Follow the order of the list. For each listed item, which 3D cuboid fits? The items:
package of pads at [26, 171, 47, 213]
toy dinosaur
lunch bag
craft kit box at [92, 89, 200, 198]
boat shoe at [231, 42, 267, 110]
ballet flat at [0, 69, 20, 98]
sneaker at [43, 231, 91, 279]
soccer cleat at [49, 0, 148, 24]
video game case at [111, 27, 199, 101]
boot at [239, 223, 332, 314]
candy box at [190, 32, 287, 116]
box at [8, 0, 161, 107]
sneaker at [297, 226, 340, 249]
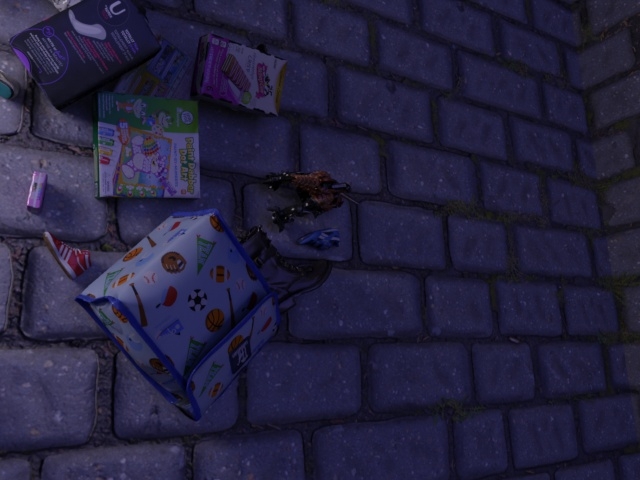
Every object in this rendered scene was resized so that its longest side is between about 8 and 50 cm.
[{"bbox_3d":[-0.622,-0.105,1.269,0.032,0.050,0.083,11,72,-26],"label":"package of pads"},{"bbox_3d":[-0.032,-0.139,1.557,0.322,0.219,0.164,61,22,-58],"label":"toy dinosaur"},{"bbox_3d":[-0.282,0.171,1.323,0.328,0.239,0.385,-46,121,-33],"label":"lunch bag"},{"bbox_3d":[-0.418,-0.223,1.405,0.247,0.061,0.249,-3,92,-36],"label":"craft kit box"},{"bbox_3d":[-0.207,-0.465,1.621,0.078,0.070,0.219,28,64,-26],"label":"boat shoe"},{"bbox_3d":[-0.741,-0.373,1.266,0.168,0.057,0.052,38,33,-24],"label":"ballet flat"},{"bbox_3d":[-0.557,0.021,1.284,0.067,0.042,0.118,-37,107,-30],"label":"sneaker"},{"bbox_3d":[-0.574,-0.562,1.375,0.331,0.116,0.143,25,66,-27],"label":"soccer cleat"},{"bbox_3d":[-0.399,-0.391,1.466,0.193,0.023,0.212,33,74,-32],"label":"video game case"},{"bbox_3d":[-0.109,0.055,1.544,0.263,0.091,0.228,-38,101,-32],"label":"boot"},{"bbox_3d":[-0.213,-0.430,1.530,0.234,0.071,0.159,7,94,-36],"label":"candy box"},{"bbox_3d":[-0.521,-0.430,1.297,0.270,0.143,0.165,-34,110,-13],"label":"box"},{"bbox_3d":[0.000,0.000,1.654,0.144,0.053,0.059,-11,87,-34],"label":"sneaker"}]
